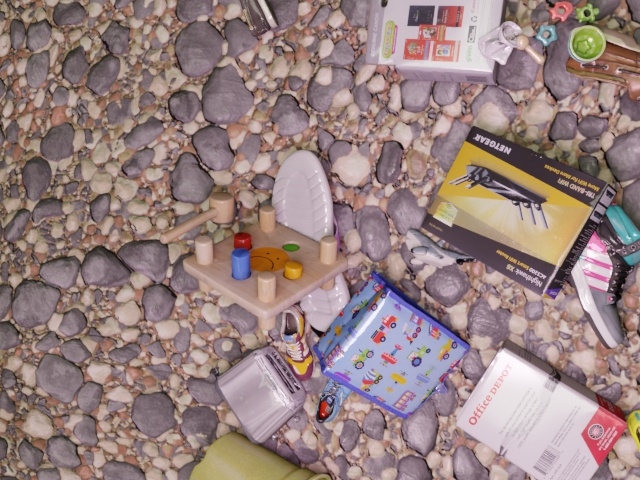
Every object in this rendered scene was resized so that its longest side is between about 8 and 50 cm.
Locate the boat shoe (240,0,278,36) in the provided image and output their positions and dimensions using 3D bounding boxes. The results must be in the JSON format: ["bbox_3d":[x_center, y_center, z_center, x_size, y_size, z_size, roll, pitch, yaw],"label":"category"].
[{"bbox_3d":[-0.178,-0.596,1.530,0.068,0.081,0.228,-26,86,14],"label":"boat shoe"}]

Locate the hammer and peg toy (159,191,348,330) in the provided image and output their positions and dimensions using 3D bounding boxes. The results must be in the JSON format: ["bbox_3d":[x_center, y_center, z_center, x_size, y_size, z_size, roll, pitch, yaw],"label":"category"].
[{"bbox_3d":[-0.157,0.033,1.375,0.361,0.265,0.128,26,129,32],"label":"hammer and peg toy"}]

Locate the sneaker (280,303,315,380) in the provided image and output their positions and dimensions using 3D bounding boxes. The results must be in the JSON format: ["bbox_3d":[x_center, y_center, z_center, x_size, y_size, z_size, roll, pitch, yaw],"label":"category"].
[{"bbox_3d":[-0.062,0.243,1.516,0.069,0.084,0.186,-11,88,19],"label":"sneaker"}]

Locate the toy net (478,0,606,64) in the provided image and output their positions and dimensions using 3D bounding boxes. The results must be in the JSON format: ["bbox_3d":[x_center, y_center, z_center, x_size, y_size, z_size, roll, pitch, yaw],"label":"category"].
[{"bbox_3d":[0.423,-0.400,1.241,0.232,0.045,0.122,0,94,3],"label":"toy net"}]

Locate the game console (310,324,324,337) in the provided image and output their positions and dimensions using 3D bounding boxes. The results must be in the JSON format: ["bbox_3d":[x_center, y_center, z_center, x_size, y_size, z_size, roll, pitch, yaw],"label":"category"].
[{"bbox_3d":[0.053,0.191,1.514,0.107,0.071,0.122,28,103,-15],"label":"game console"}]

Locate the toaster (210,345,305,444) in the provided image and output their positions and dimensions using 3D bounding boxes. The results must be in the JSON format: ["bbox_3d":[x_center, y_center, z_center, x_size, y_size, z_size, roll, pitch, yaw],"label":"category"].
[{"bbox_3d":[-0.141,0.351,1.526,0.146,0.129,0.227,-39,78,12],"label":"toaster"}]

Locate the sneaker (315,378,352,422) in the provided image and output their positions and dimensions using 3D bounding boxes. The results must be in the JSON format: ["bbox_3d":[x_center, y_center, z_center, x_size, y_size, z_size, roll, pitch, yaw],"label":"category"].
[{"bbox_3d":[0.035,0.356,1.492,0.063,0.073,0.162,24,99,17],"label":"sneaker"}]

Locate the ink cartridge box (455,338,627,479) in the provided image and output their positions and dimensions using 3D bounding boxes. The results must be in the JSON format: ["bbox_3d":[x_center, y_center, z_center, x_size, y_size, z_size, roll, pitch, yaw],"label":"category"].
[{"bbox_3d":[0.446,0.362,1.332,0.272,0.114,0.197,32,102,14],"label":"ink cartridge box"}]

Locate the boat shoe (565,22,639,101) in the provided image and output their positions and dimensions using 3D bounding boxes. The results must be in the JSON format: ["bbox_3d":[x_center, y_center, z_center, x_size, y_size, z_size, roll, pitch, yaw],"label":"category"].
[{"bbox_3d":[0.635,-0.317,1.258,0.307,0.110,0.105,32,104,25],"label":"boat shoe"}]

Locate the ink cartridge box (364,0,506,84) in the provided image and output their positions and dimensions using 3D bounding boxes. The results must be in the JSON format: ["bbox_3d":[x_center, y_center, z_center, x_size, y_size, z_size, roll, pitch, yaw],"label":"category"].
[{"bbox_3d":[0.251,-0.502,1.361,0.271,0.130,0.310,9,94,17],"label":"ink cartridge box"}]

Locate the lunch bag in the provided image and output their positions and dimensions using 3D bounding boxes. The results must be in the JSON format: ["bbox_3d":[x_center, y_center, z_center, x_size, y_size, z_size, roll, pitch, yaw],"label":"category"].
[{"bbox_3d":[0.169,0.247,1.387,0.293,0.138,0.221,37,96,-17],"label":"lunch bag"}]

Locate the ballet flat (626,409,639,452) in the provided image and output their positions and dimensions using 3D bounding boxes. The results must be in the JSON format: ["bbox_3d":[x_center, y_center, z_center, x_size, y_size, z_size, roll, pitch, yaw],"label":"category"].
[{"bbox_3d":[0.679,0.447,1.275,0.077,0.077,0.231,-29,83,17],"label":"ballet flat"}]

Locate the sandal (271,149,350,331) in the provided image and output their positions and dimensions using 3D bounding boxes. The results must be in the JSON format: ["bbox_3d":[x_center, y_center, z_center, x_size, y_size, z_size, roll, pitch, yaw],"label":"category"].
[{"bbox_3d":[-0.013,0.001,1.489,0.169,0.102,0.417,-8,92,35],"label":"sandal"}]

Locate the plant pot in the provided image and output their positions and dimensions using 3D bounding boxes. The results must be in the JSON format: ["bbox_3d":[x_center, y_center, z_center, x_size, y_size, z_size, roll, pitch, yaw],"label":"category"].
[{"bbox_3d":[-0.157,0.586,1.485,0.253,0.276,0.276,29,101,27],"label":"plant pot"}]

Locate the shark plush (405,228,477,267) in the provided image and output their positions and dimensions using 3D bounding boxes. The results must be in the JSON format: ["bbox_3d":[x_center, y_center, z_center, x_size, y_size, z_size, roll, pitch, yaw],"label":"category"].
[{"bbox_3d":[0.263,0.019,1.418,0.161,0.073,0.067,9,65,23],"label":"shark plush"}]

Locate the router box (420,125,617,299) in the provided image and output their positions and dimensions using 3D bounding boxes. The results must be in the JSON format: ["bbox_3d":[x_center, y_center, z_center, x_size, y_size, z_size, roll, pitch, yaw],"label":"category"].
[{"bbox_3d":[0.388,-0.061,1.304,0.308,0.081,0.243,33,102,36],"label":"router box"}]

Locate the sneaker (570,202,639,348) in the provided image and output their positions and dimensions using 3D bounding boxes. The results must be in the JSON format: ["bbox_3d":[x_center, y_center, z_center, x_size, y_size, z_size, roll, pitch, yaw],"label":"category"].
[{"bbox_3d":[0.593,0.053,1.274,0.178,0.123,0.296,-21,84,28],"label":"sneaker"}]
